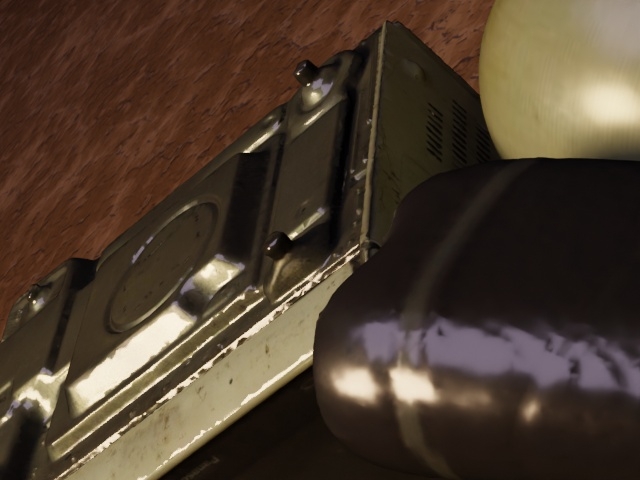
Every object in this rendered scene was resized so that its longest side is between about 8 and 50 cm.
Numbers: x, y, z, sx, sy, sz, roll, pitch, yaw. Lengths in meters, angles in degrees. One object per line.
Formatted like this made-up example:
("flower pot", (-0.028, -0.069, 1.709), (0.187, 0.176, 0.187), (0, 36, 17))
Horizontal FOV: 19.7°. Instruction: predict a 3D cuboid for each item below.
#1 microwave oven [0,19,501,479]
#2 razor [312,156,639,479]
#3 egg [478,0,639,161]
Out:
("microwave oven", (-0.035, 0.095, 1.232), (0.394, 0.247, 0.333), (-38, 26, 27))
("razor", (0.178, 0.046, 0.895), (0.349, 0.113, 0.204), (5, 41, 28))
("egg", (0.225, -0.092, 1.082), (0.218, 0.218, 0.295), (-54, 34, -10))
